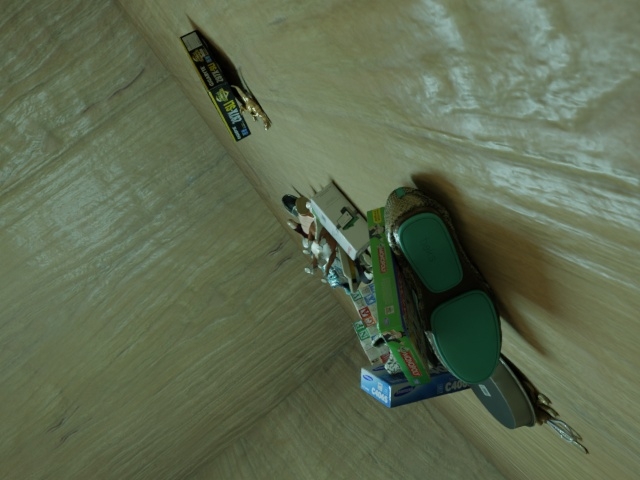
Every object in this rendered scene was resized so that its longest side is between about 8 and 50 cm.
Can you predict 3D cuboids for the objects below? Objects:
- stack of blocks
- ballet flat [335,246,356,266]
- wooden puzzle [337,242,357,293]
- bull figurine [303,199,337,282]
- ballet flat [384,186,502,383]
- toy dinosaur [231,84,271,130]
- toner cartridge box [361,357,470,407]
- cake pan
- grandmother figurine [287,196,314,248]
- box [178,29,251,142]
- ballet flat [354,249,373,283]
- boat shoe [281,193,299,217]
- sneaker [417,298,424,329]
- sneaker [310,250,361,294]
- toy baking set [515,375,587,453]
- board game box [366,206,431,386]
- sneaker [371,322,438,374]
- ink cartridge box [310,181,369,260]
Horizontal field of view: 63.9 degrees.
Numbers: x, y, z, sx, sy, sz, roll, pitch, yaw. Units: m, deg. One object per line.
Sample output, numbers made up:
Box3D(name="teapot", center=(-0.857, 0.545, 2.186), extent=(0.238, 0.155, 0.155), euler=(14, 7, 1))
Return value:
Box3D(name="stack of blocks", center=(0.220, 0.332, 2.062), extent=(0.087, 0.171, 0.297), euler=(66, 179, -56))
Box3D(name="ballet flat", center=(0.069, 0.055, 2.249), extent=(0.241, 0.077, 0.091), euler=(45, 171, 31))
Box3D(name="wooden puzzle", center=(0.106, 0.071, 1.975), extent=(0.238, 0.044, 0.220), euler=(62, -164, -67))
Box3D(name="bull figurine", center=(0.000, 0.000, 1.835), extent=(0.101, 0.188, 0.310), euler=(6, 138, 18))
Box3D(name="ballet flat", center=(0.263, 0.085, 1.096), extent=(0.482, 0.164, 0.182), euler=(61, -170, -26))
Box3D(name="toy dinosaur", center=(-0.236, -0.458, 1.702), extent=(0.112, 0.064, 0.211), euler=(21, 163, 50))
Box3D(name="toner cartridge box", center=(0.322, 0.448, 1.675), extent=(0.165, 0.348, 0.075), euler=(13, 104, 60))
Box3D(name="cake pan", center=(0.477, 0.400, 1.433), extent=(0.293, 0.054, 0.293), euler=(58, 172, 14))
Box3D(name="grandmother figurine", center=(-0.026, -0.050, 2.052), extent=(0.208, 0.104, 0.342), euler=(24, 158, 8))
Box3D(name="box", center=(-0.363, -0.532, 1.806), extent=(0.257, 0.079, 0.322), euler=(58, 175, 20))
Box3D(name="ballet flat", center=(0.170, 0.097, 1.903), extent=(0.074, 0.074, 0.203), euler=(41, 162, 51))
Box3D(name="boat shoe", center=(-0.078, -0.133, 2.190), extent=(0.233, 0.084, 0.079), euler=(39, 171, 24))
Box3D(name="sneaker", center=(0.345, 0.252, 1.588), extent=(0.221, 0.083, 0.087), euler=(57, 179, -18))
Box3D(name="sneaker", center=(0.066, 0.130, 2.125), extent=(0.283, 0.122, 0.110), euler=(34, 153, -28))
Box3D(name="toy baking set", center=(0.578, 0.455, 1.356), extent=(0.256, 0.030, 0.197), euler=(51, 173, 1))
Box3D(name="board game box", center=(0.161, 0.110, 1.071), extent=(0.317, 0.046, 0.213), euler=(-90, -22, -45))
Box3D(name="sneaker", center=(0.237, 0.277, 1.697), extent=(0.158, 0.182, 0.410), euler=(57, -169, -31))
Box3D(name="ink cartridge box", center=(0.071, -0.057, 1.632), extent=(0.219, 0.093, 0.160), euler=(49, 173, 9))
